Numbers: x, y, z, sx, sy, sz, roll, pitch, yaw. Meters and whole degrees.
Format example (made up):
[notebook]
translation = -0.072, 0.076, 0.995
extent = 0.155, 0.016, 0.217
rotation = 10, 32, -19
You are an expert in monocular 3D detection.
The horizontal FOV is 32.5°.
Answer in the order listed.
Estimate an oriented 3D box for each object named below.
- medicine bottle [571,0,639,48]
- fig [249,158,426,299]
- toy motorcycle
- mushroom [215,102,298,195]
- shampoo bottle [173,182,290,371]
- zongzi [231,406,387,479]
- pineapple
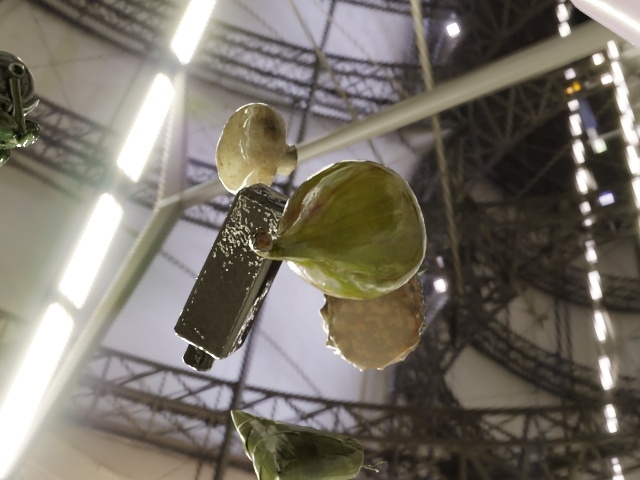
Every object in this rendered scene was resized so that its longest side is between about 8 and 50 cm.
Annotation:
[medicine bottle]
translation = 0.264, -0.221, 0.740
extent = 0.316, 0.202, 0.202
rotation = 44, -171, 29
[fig]
translation = 0.000, 0.000, 0.898
extent = 0.236, 0.124, 0.124
rotation = -15, -94, -58
[toy motorcycle]
translation = -0.454, -0.112, 1.252
extent = 0.275, 0.205, 0.127
rotation = -32, -87, -51
[mushroom]
translation = -0.111, -0.152, 1.895
extent = 0.127, 0.166, 0.166
rotation = 21, -135, -23
[shampoo bottle]
translation = -0.107, 0.052, 1.376
extent = 0.079, 0.246, 0.080
rotation = 29, -166, 10
[zongzi]
translation = -0.010, 0.217, 1.223
extent = 0.130, 0.154, 0.062
rotation = -130, 40, -51
[pineapple]
translation = 0.092, 0.070, 1.699
extent = 0.169, 0.169, 0.340
rotation = 64, -165, -14
